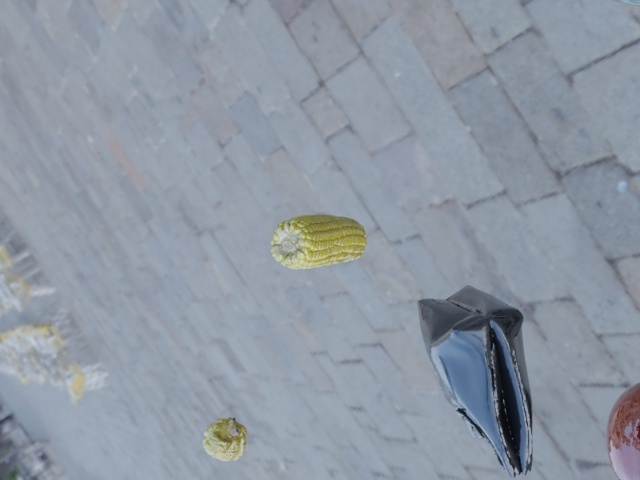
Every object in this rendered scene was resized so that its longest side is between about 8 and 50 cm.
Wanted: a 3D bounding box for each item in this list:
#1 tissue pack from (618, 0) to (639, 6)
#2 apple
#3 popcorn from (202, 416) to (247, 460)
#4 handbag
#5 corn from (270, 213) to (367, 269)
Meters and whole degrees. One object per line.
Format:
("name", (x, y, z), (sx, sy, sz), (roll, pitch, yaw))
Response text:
("tissue pack", (0.600, -0.488, 1.776), (0.228, 0.310, 0.128), (24, 104, 50))
("apple", (0.670, 0.385, 1.852), (0.260, 0.217, 0.260), (19, 169, 4))
("popcorn", (-0.162, 0.349, 1.751), (0.084, 0.084, 0.084), (46, 157, 25))
("handbag", (0.275, 0.240, 1.713), (0.342, 0.152, 0.288), (-136, 29, -83))
("corn", (0.000, 0.000, 1.732), (0.093, 0.093, 0.244), (50, -158, 16))
